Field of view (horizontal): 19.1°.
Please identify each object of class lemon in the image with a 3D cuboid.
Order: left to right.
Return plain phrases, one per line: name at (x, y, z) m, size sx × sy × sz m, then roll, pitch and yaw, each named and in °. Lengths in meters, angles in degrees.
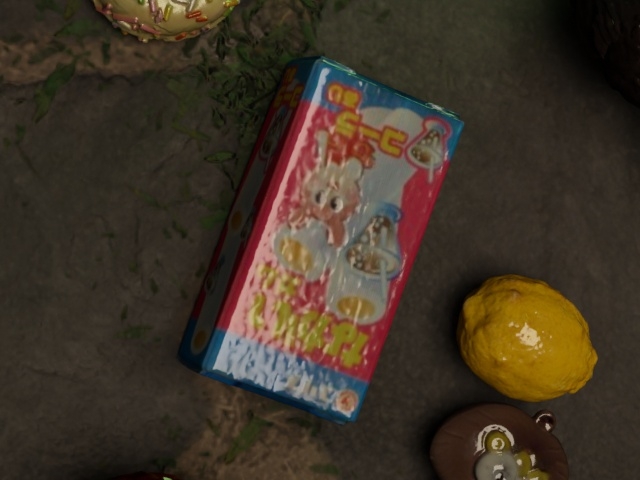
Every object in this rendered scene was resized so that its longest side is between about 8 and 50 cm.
lemon at (0.198, 0.094, 1.816) m, size 0.155 × 0.114 × 0.114 m, roll 29°, pitch 85°, yaw -24°

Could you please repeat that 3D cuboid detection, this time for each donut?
donut at (-0.158, -0.242, 1.691) m, size 0.108 × 0.065 × 0.166 m, roll -39°, pitch 105°, yaw -12°

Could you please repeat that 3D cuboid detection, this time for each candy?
candy at (-0.001, 0.000, 1.748) m, size 0.157 × 0.100 × 0.305 m, roll 21°, pitch 86°, yaw -20°

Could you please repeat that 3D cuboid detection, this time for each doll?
doll at (0.161, 0.242, 1.829) m, size 0.145 × 0.096 × 0.188 m, roll 17°, pitch 98°, yaw -12°

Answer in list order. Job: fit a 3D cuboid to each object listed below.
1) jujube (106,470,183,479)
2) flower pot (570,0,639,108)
jujube at (-0.126, 0.302, 1.657) m, size 0.213 × 0.232 × 0.213 m, roll -1°, pitch 95°, yaw -17°
flower pot at (0.393, -0.169, 1.796) m, size 0.267 × 0.266 × 0.267 m, roll -30°, pitch 113°, yaw -15°
